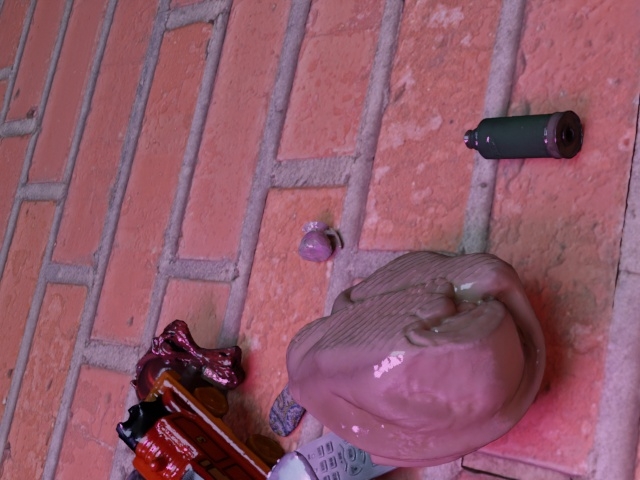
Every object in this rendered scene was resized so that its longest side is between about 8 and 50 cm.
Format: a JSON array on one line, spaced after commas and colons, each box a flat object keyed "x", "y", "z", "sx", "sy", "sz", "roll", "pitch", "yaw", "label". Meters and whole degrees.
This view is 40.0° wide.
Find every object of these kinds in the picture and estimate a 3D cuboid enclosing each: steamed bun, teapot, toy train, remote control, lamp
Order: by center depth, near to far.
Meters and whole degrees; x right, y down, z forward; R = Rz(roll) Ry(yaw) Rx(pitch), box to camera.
[{"x": 0.149, "y": 0.183, "z": 1.260, "sx": 0.368, "sy": 0.342, "sz": 0.255, "roll": -6, "pitch": 114, "yaw": 62, "label": "steamed bun"}, {"x": 0.074, "y": 0.347, "z": 1.445, "sx": 0.293, "sy": 0.051, "sz": 0.103, "roll": -33, "pitch": 54, "yaw": 28, "label": "remote control"}, {"x": -0.207, "y": 0.400, "z": 1.556, "sx": 0.369, "sy": 0.232, "sz": 0.163, "roll": 38, "pitch": 103, "yaw": 21, "label": "toy train"}, {"x": 0.000, "y": 0.000, "z": 1.653, "sx": 0.083, "sy": 0.064, "sz": 0.064, "roll": -4, "pitch": 60, "yaw": 11, "label": "teapot"}, {"x": -0.271, "y": 0.282, "z": 1.743, "sx": 0.223, "sy": 0.215, "sz": 0.151, "roll": 111, "pitch": -175, "yaw": -49, "label": "lamp"}]

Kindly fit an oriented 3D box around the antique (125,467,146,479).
[{"x": -0.378, "y": 0.557, "z": 1.799, "sx": 0.183, "sy": 0.088, "sz": 0.086, "roll": -52, "pitch": 45, "yaw": 19, "label": "antique"}]

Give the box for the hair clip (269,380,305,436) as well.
[{"x": -0.029, "y": 0.263, "z": 1.591, "sx": 0.229, "sy": 0.036, "sz": 0.066, "roll": -56, "pitch": 51, "yaw": 15, "label": "hair clip"}]

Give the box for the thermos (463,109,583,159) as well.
[{"x": 0.310, "y": -0.167, "z": 1.381, "sx": 0.188, "sy": 0.073, "sz": 0.083, "roll": 4, "pitch": 79, "yaw": 47, "label": "thermos"}]

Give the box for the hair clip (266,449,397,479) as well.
[{"x": 0.039, "y": 0.507, "z": 1.278, "sx": 0.392, "sy": 0.238, "sz": 0.318, "roll": 22, "pitch": 91, "yaw": 48, "label": "hair clip"}]
